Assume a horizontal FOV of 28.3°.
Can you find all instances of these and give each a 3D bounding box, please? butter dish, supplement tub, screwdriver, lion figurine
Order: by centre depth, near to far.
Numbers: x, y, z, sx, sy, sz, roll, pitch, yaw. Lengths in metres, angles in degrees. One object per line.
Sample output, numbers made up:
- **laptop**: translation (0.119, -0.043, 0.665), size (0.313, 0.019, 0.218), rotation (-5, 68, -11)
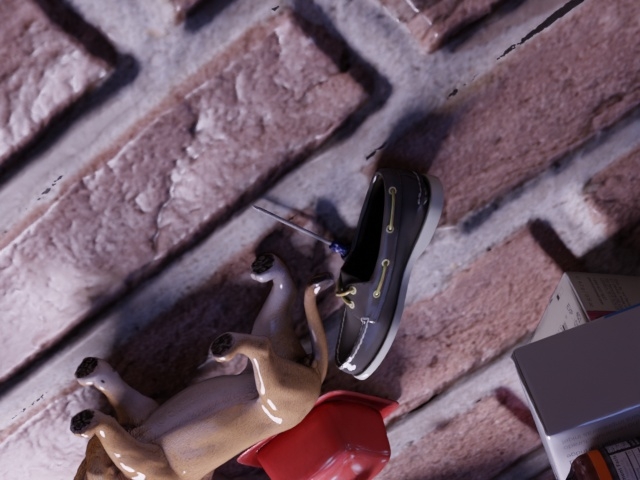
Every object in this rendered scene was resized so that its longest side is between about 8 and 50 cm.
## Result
- **supplement tub**: translation (0.308, 0.238, 1.198), size (0.198, 0.106, 0.106), rotation (-17, 133, 3)
- **screwdriver**: translation (0.000, 0.000, 1.308), size (0.170, 0.025, 0.024), rotation (23, 122, -33)
- **lion figurine**: translation (-0.116, 0.187, 1.368), size (0.392, 0.142, 0.240), rotation (-26, 130, 10)
- **butter dish**: translation (0.016, 0.257, 1.459), size (0.160, 0.118, 0.160), rotation (-38, 150, 20)

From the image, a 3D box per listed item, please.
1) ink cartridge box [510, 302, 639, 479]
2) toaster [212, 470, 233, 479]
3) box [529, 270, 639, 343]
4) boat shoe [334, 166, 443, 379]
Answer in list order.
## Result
- **ink cartridge box**: translation (0.356, 0.217, 1.343), size (0.223, 0.129, 0.307), rotation (-22, 130, 5)
- **toaster**: translation (-0.115, 0.385, 1.534), size (0.110, 0.185, 0.168), rotation (-41, 120, 19)
- **box**: translation (0.374, 0.135, 1.451), size (0.232, 0.126, 0.148), rotation (4, 129, -16)
- **boat shoe**: translation (0.052, 0.033, 1.289), size (0.069, 0.081, 0.227), rotation (12, 106, -24)
